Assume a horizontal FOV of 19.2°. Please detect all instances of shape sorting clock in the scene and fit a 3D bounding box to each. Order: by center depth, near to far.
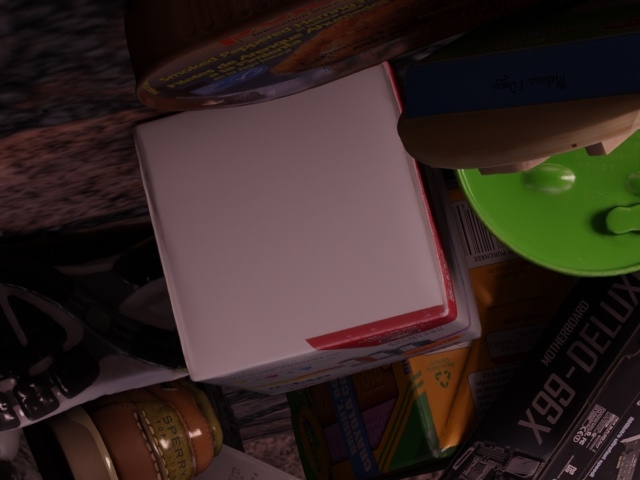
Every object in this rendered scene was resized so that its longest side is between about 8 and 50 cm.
[{"bbox_3d":[0.125,-0.078,0.708,0.206,0.040,0.206,-21,-165,6],"label":"shape sorting clock"}]

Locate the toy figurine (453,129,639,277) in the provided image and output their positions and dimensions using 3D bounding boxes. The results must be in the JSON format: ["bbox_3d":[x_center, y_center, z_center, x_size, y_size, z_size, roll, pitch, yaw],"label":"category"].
[{"bbox_3d":[0.154,-0.054,0.909,0.173,0.130,0.159,2,-175,9],"label":"toy figurine"}]

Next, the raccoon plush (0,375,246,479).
[{"bbox_3d":[-0.204,0.299,1.696,0.299,0.446,0.216,-14,-156,9],"label":"raccoon plush"}]

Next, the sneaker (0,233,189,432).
[{"bbox_3d":[-0.174,0.060,1.127,0.300,0.111,0.121,-4,171,-38],"label":"sneaker"}]

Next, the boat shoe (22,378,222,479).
[{"bbox_3d":[-0.145,0.118,1.292,0.104,0.111,0.307,-22,-161,-15],"label":"boat shoe"}]

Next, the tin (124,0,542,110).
[{"bbox_3d":[0.013,-0.093,0.700,0.189,0.040,0.106,-18,174,25],"label":"tin"}]

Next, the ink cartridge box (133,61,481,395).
[{"bbox_3d":[0.000,0.000,0.948,0.128,0.127,0.176,-16,171,8],"label":"ink cartridge box"}]

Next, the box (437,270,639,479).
[{"bbox_3d":[0.252,0.093,1.195,0.242,0.307,0.076,28,-171,-35],"label":"box"}]

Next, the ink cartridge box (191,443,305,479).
[{"bbox_3d":[0.076,0.224,1.243,0.275,0.060,0.239,29,172,-39],"label":"ink cartridge box"}]

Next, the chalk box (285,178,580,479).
[{"bbox_3d":[0.078,0.074,1.346,0.180,0.179,0.289,-10,170,-22],"label":"chalk box"}]
